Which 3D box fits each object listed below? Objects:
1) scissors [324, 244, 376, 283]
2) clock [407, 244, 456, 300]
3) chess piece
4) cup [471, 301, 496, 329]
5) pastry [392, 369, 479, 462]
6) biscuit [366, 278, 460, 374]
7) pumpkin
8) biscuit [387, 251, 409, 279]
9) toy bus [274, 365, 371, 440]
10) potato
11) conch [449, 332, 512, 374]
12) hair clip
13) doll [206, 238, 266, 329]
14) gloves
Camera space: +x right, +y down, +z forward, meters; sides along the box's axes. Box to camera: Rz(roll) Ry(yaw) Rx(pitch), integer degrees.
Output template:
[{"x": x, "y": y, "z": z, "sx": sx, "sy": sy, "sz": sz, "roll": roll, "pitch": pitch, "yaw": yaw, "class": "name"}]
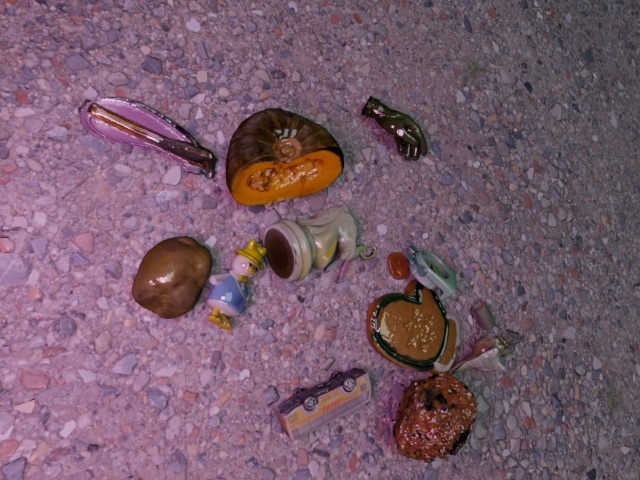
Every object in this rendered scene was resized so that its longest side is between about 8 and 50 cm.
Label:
[{"x": 0.083, "y": 0.047, "z": 1.291, "sx": 0.133, "sy": 0.020, "sz": 0.187, "roll": 44, "pitch": 64, "yaw": -8, "class": "scissors"}, {"x": 0.348, "y": 0.093, "z": 1.350, "sx": 0.189, "sy": 0.060, "sz": 0.148, "roll": 40, "pitch": 29, "yaw": -2, "class": "clock"}, {"x": 0.000, "y": 0.000, "z": 1.199, "sx": 0.298, "sy": 0.176, "sz": 0.175, "roll": -19, "pitch": 89, "yaw": -36, "class": "chess piece"}, {"x": 0.563, "y": 0.258, "z": 1.461, "sx": 0.055, "sy": 0.075, "sz": 0.083, "roll": -28, "pitch": 97, "yaw": 10, "class": "cup"}, {"x": 0.300, "y": 0.484, "z": 1.186, "sx": 0.193, "sy": 0.275, "sz": 0.275, "roll": 41, "pitch": 66, "yaw": -4, "class": "pastry"}, {"x": 0.307, "y": 0.262, "z": 1.331, "sx": 0.344, "sy": 0.057, "sz": 0.287, "roll": 24, "pitch": 71, "yaw": -19, "class": "biscuit"}, {"x": -0.117, "y": -0.232, "z": 1.173, "sx": 0.325, "sy": 0.242, "sz": 0.232, "roll": -11, "pitch": 56, "yaw": -22, "class": "pumpkin"}, {"x": 0.253, "y": 0.082, "z": 1.365, "sx": 0.078, "sy": 0.015, "sz": 0.091, "roll": -10, "pitch": 84, "yaw": -27, "class": "biscuit"}, {"x": 0.015, "y": 0.436, "z": 1.149, "sx": 0.268, "sy": 0.092, "sz": 0.106, "roll": -17, "pitch": 96, "yaw": -27, "class": "toy bus"}, {"x": -0.356, "y": 0.084, "z": 1.022, "sx": 0.154, "sy": 0.137, "sz": 0.200, "roll": 43, "pitch": 64, "yaw": -40, "class": "potato"}, {"x": 0.546, "y": 0.379, "z": 1.369, "sx": 0.234, "sy": 0.137, "sz": 0.114, "roll": -34, "pitch": 81, "yaw": -38, "class": "conch"}, {"x": -0.433, "y": -0.277, "z": 1.098, "sx": 0.359, "sy": 0.095, "sz": 0.110, "roll": 24, "pitch": 106, "yaw": -10, "class": "hair clip"}, {"x": -0.217, "y": 0.108, "z": 1.100, "sx": 0.135, "sy": 0.099, "sz": 0.241, "roll": 30, "pitch": 71, "yaw": -11, "class": "doll"}, {"x": 0.254, "y": -0.375, "z": 1.401, "sx": 0.268, "sy": 0.135, "sz": 0.107, "roll": 43, "pitch": 107, "yaw": -10, "class": "gloves"}]
